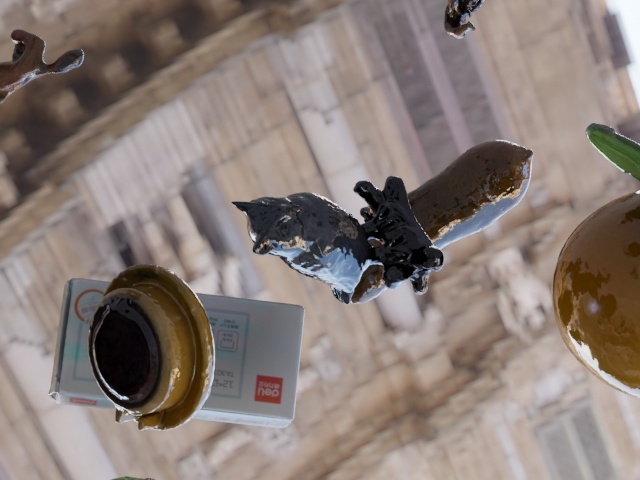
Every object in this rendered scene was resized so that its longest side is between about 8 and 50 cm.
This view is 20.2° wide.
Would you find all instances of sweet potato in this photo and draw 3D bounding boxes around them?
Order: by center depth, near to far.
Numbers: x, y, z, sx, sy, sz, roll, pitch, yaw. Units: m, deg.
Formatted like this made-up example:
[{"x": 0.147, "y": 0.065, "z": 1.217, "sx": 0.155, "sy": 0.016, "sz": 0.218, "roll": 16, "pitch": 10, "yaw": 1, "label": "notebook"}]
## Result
[{"x": 0.140, "y": -0.025, "z": 2.209, "sx": 0.292, "sy": 0.097, "sz": 0.097, "roll": -38, "pitch": -151, "yaw": -6, "label": "sweet potato"}]

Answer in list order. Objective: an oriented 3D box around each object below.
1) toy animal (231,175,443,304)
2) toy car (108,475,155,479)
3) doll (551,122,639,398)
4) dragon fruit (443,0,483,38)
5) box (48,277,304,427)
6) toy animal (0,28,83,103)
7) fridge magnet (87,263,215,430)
[{"x": -0.004, "y": 0.001, "z": 1.651, "sx": 0.210, "sy": 0.117, "sz": 0.121, "roll": 5, "pitch": -130, "yaw": -35, "label": "toy animal"}, {"x": -0.231, "y": 0.355, "z": 2.097, "sx": 0.062, "sy": 0.165, "sz": 0.071, "roll": 14, "pitch": -166, "yaw": 36, "label": "toy car"}, {"x": 0.314, "y": 0.026, "z": 1.632, "sx": 0.213, "sy": 0.236, "sz": 0.213, "roll": -2, "pitch": -145, "yaw": 2, "label": "doll"}, {"x": 0.145, "y": -0.230, "z": 1.310, "sx": 0.094, "sy": 0.094, "sz": 0.190, "roll": 7, "pitch": -107, "yaw": 44, "label": "dragon fruit"}, {"x": -0.156, "y": 0.123, "z": 1.967, "sx": 0.269, "sy": 0.135, "sz": 0.079, "roll": 7, "pitch": 165, "yaw": -7, "label": "box"}, {"x": -0.362, "y": -0.140, "z": 1.509, "sx": 0.312, "sy": 0.097, "sz": 0.157, "roll": 16, "pitch": -109, "yaw": 37, "label": "toy animal"}, {"x": -0.145, "y": 0.091, "z": 1.512, "sx": 0.143, "sy": 0.143, "sz": 0.063, "roll": 6, "pitch": -169, "yaw": 43, "label": "fridge magnet"}]
